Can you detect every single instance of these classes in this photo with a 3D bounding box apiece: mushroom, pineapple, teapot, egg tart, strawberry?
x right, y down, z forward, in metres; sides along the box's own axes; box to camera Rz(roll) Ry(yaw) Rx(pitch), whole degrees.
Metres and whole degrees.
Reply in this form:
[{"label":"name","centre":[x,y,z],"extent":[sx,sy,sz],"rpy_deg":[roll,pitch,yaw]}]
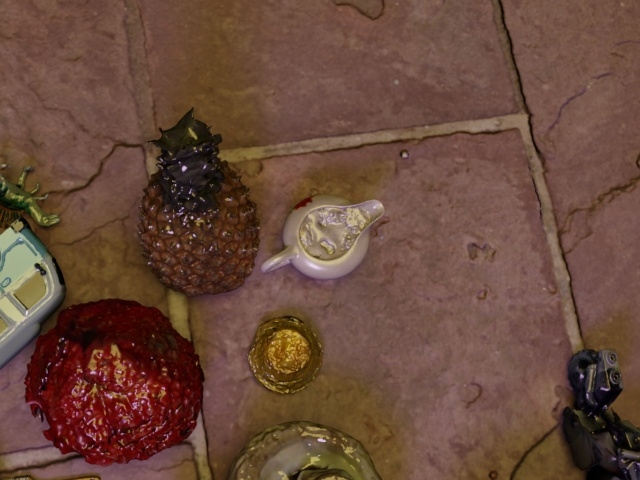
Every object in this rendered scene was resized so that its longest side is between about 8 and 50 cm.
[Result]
[{"label":"mushroom","centre":[-0.004,0.385,1.654],"extent":[0.267,0.189,0.164],"rpy_deg":[15,53,8]},{"label":"pineapple","centre":[-0.192,-0.058,1.646],"extent":[0.202,0.362,0.201],"rpy_deg":[1,64,-1]},{"label":"teapot","centre":[0.000,0.000,1.791],"extent":[0.226,0.092,0.145],"rpy_deg":[-30,79,-13]},{"label":"egg tart","centre":[-0.059,0.187,1.756],"extent":[0.131,0.052,0.130],"rpy_deg":[2,79,-9]},{"label":"strawberry","centre":[-0.314,0.207,1.625],"extent":[0.274,0.220,0.274],"rpy_deg":[2,72,-6]}]

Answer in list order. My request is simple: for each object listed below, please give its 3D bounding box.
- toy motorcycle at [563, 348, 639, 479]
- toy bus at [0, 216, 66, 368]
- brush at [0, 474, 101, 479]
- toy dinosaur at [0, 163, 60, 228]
[{"label":"toy motorcycle","centre":[0.480,0.307,1.757],"extent":[0.106,0.159,0.270],"rpy_deg":[0,77,-31]},{"label":"toy bus","centre":[-0.517,0.107,1.665],"extent":[0.271,0.133,0.165],"rpy_deg":[-43,91,-13]},{"label":"brush","centre":[-0.428,0.383,1.670],"extent":[0.170,0.014,0.043],"rpy_deg":[-4,75,-11]},{"label":"toy dinosaur","centre":[-0.520,-0.072,1.759],"extent":[0.188,0.044,0.106],"rpy_deg":[2,91,-9]}]
